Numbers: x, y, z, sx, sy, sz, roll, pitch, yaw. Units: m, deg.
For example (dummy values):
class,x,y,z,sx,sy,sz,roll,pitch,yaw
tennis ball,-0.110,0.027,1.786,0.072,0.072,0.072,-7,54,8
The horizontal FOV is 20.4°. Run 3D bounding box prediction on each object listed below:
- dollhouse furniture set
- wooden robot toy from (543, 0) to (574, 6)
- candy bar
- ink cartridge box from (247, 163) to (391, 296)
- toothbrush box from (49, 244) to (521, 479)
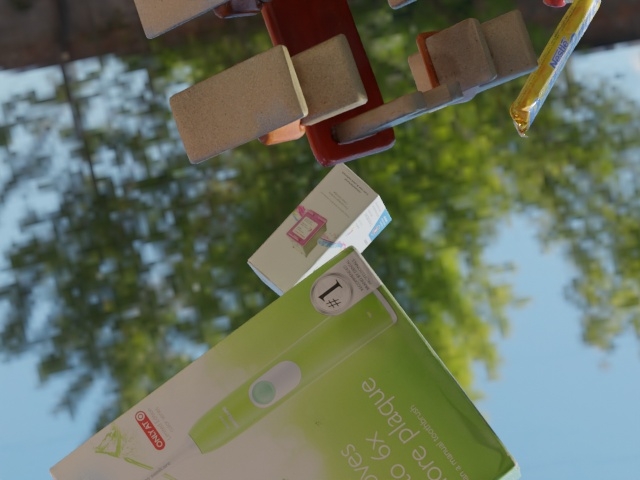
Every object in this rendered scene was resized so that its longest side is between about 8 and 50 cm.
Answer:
class,x,y,z,sx,sy,sz,roll,pitch,yaw
dollhouse furniture set,-0.018,-0.172,1.088,0.135,0.259,0.262,-20,178,37
wooden robot toy,0.226,-0.256,1.572,0.079,0.076,0.173,-10,-148,-11
candy bar,0.192,-0.152,1.422,0.018,0.040,0.161,24,-110,20
ink cartridge box,0.000,0.000,1.586,0.122,0.052,0.088,-46,163,-3
toothbrush box,-0.022,0.174,1.336,0.283,0.206,0.122,-36,166,1
